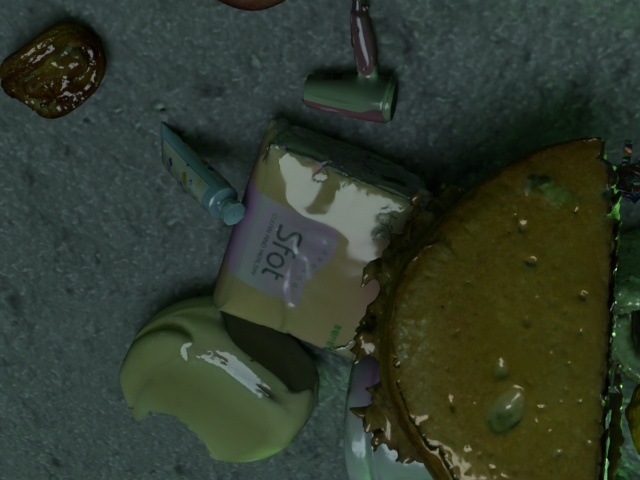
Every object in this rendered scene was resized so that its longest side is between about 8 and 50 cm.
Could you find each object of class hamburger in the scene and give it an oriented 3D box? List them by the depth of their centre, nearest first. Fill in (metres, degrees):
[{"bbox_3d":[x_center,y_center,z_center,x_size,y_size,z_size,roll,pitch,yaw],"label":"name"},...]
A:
[{"bbox_3d":[0.176,0.112,1.297,0.286,0.446,0.268,5,171,6],"label":"hamburger"}]

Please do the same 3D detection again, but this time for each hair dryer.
[{"bbox_3d":[0.038,-0.211,1.324,0.106,0.054,0.154,12,121,12],"label":"hair dryer"}]

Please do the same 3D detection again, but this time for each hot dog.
[{"bbox_3d":[-0.324,-0.202,1.420,0.147,0.065,0.099,-26,127,30],"label":"hot dog"}]

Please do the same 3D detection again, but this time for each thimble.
[{"bbox_3d":[0.397,0.080,1.381,0.190,0.143,0.137,40,129,-17],"label":"thimble"}]

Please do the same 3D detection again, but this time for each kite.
[{"bbox_3d":[0.353,-0.076,1.359,0.122,0.004,0.090,-2,128,18],"label":"kite"}]

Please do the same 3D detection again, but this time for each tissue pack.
[{"bbox_3d":[0.000,0.000,1.450,0.215,0.123,0.257,21,121,0],"label":"tissue pack"}]

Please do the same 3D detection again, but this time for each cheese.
[{"bbox_3d":[-0.137,0.197,1.650,0.266,0.127,0.233,41,128,-16],"label":"cheese"}]

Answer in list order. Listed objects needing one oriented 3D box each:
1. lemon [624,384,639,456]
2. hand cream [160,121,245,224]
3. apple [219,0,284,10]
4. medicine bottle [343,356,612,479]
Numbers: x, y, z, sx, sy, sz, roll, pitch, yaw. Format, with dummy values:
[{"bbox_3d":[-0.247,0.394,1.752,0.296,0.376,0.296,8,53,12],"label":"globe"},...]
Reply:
[{"bbox_3d":[0.476,0.224,1.454,0.193,0.181,0.181,-17,122,18],"label":"lemon"},{"bbox_3d":[-0.150,-0.076,1.436,0.170,0.043,0.065,42,142,36],"label":"hand cream"},{"bbox_3d":[-0.073,-0.315,1.216,0.153,0.120,0.153,10,136,10],"label":"apple"},{"bbox_3d":[0.207,0.233,1.522,0.325,0.212,0.212,1,129,15],"label":"medicine bottle"}]
